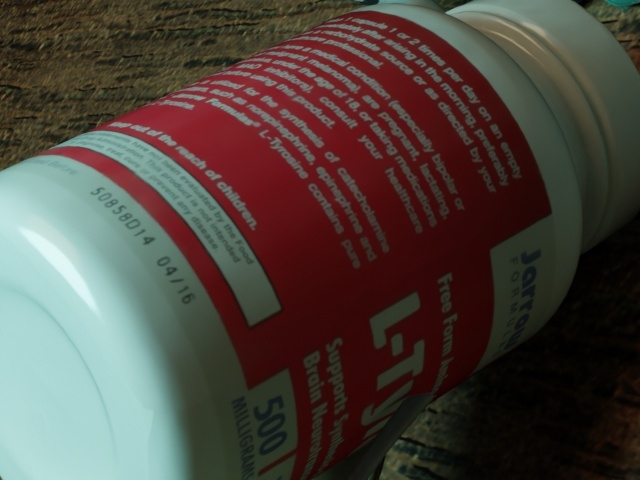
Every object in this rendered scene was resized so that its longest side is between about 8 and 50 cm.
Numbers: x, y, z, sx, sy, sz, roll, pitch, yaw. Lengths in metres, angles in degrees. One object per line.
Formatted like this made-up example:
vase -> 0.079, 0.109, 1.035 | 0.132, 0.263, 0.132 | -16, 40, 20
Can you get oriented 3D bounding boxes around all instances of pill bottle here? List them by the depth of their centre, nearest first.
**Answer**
pill bottle -> 0.000, 0.000, 1.098 | 0.407, 0.229, 0.229 | -29, 13, -34

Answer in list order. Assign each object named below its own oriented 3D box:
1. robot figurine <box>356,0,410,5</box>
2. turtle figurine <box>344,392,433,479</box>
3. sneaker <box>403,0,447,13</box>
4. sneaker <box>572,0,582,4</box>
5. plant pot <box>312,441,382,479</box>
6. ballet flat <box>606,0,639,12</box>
robot figurine -> 0.055, -0.294, 1.542 | 0.209, 0.173, 0.278 | -43, 21, 18
turtle figurine -> -0.035, 0.263, 1.009 | 0.198, 0.266, 0.275 | 110, 146, -60
sneaker -> 0.035, -0.040, 1.377 | 0.366, 0.150, 0.135 | -50, 1, -44
sneaker -> 0.235, -0.288, 1.358 | 0.112, 0.131, 0.296 | 51, 126, 48
plant pot -> -0.071, 0.126, 1.282 | 0.167, 0.165, 0.167 | -37, 31, 27
ballet flat -> 0.274, -0.216, 1.239 | 0.241, 0.091, 0.077 | -11, 27, 47
